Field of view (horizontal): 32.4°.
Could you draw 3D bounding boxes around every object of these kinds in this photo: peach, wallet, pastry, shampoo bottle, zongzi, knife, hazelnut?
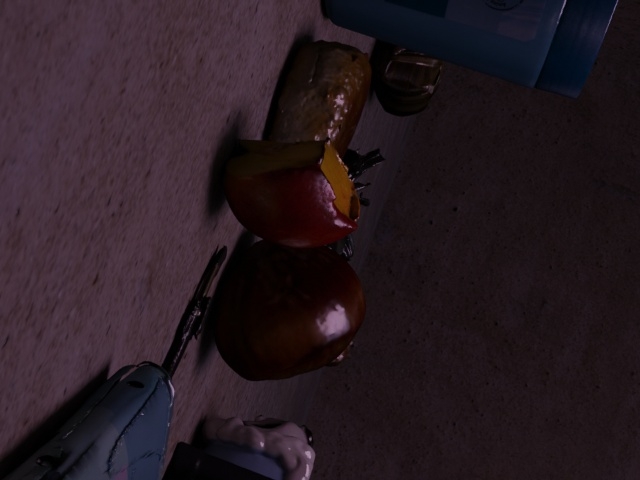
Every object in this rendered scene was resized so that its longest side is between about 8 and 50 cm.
[{"bbox_3d":[-0.032,-0.049,1.149,0.151,0.151,0.118,-54,141,-70],"label":"peach"},{"bbox_3d":[-0.188,0.214,0.849,0.250,0.075,0.176,-48,152,-73],"label":"wallet"},{"bbox_3d":[0.000,-0.153,1.350,0.192,0.093,0.182,-53,162,-73],"label":"pastry"},{"bbox_3d":[0.211,-0.385,1.393,0.331,0.342,0.331,18,90,-83],"label":"shampoo bottle"},{"bbox_3d":[0.183,-0.398,2.135,0.286,0.134,0.288,106,-5,-84],"label":"zongzi"},{"bbox_3d":[-0.139,0.096,1.172,0.045,0.021,0.222,96,14,-50],"label":"knife"},{"bbox_3d":[-0.043,0.080,1.354,0.204,0.178,0.178,-33,153,-27],"label":"hazelnut"}]

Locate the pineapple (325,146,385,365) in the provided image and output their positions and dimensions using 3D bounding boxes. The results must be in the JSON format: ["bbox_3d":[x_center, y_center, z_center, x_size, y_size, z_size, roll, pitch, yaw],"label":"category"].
[{"bbox_3d":[-0.003,0.000,1.609,0.165,0.165,0.364,58,42,-82],"label":"pineapple"}]

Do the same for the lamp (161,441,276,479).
[{"bbox_3d":[-0.149,0.430,1.053,0.272,0.205,0.374,-84,-161,-63],"label":"lamp"}]

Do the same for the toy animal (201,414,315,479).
[{"bbox_3d":[-0.109,0.329,1.481,0.208,0.156,0.204,132,-23,-64],"label":"toy animal"}]
